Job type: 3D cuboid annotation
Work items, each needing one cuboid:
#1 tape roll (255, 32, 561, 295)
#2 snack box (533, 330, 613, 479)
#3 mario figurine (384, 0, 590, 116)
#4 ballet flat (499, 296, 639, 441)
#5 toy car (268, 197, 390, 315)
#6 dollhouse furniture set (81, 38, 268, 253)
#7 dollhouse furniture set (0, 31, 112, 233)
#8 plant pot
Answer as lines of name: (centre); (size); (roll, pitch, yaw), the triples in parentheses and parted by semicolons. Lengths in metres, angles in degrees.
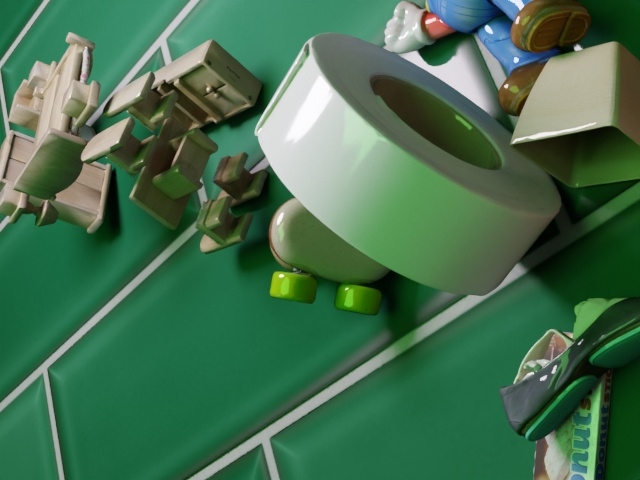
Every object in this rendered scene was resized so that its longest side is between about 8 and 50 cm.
tape roll: (0.084, -0.078, 0.936); (0.100, 0.286, 0.286); (-56, 48, 26)
snack box: (0.235, 0.176, 0.918); (0.064, 0.022, 0.178); (1, 83, 44)
mario figurine: (0.121, -0.260, 1.019); (0.198, 0.170, 0.320); (-57, 49, 26)
ballet flat: (0.234, 0.096, 0.872); (0.203, 0.074, 0.074); (-48, 51, 27)
toy car: (0.000, 0.000, 1.160); (0.188, 0.149, 0.155); (172, 109, -76)
dollhouse furniture set: (-0.196, -0.126, 1.312); (0.161, 0.212, 0.242); (-18, 43, 42)
dollhouse furniture set: (-0.336, -0.181, 1.453); (0.355, 0.174, 0.303); (-41, 38, 42)
plant pot: (0.253, -0.118, 0.901); (0.109, 0.109, 0.096); (-8, 64, 46)
